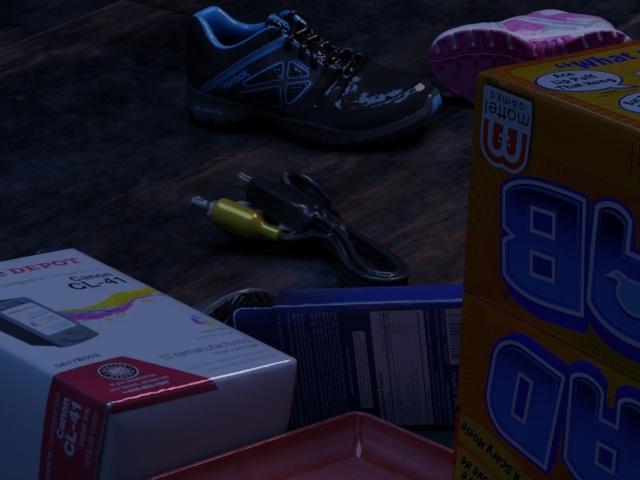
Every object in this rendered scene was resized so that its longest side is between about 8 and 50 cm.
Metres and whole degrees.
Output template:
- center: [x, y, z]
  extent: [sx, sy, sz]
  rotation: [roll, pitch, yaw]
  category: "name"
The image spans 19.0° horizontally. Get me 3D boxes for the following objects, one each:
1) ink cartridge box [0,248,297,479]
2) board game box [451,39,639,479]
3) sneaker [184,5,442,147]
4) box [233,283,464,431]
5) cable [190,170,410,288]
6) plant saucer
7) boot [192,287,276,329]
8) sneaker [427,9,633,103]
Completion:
- center: [-0.206, 0.124, 1.664]
  extent: [0.306, 0.131, 0.226]
  rotation: [25, 24, 38]
  category: "ink cartridge box"
- center: [0.354, 0.057, 1.437]
  extent: [0.357, 0.356, 0.356]
  rotation: [-14, 27, -34]
  category: "board game box"
- center: [-0.019, -0.201, 2.315]
  extent: [0.341, 0.139, 0.125]
  rotation: [7, 28, 23]
  category: "sneaker"
- center: [0.041, 0.106, 1.708]
  extent: [0.225, 0.136, 0.036]
  rotation: [-2, 28, 8]
  category: "box"
- center: [0.000, 0.000, 2.046]
  extent: [0.287, 0.072, 0.139]
  rotation: [33, 28, 35]
  category: "cable"
- center: [0.034, 0.224, 1.530]
  extent: [0.259, 0.047, 0.258]
  rotation: [19, 23, 41]
  category: "plant saucer"
- center: [-0.168, 0.075, 1.904]
  extent: [0.190, 0.076, 0.208]
  rotation: [-21, 24, -31]
  category: "boot"
- center: [0.258, -0.230, 2.368]
  extent: [0.252, 0.103, 0.111]
  rotation: [1, 23, 0]
  category: "sneaker"
